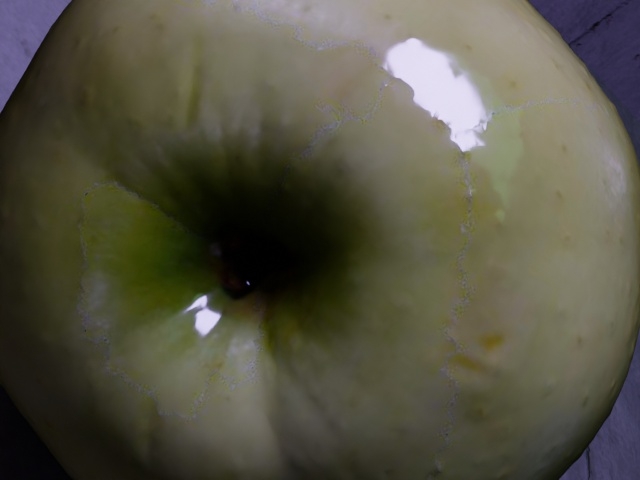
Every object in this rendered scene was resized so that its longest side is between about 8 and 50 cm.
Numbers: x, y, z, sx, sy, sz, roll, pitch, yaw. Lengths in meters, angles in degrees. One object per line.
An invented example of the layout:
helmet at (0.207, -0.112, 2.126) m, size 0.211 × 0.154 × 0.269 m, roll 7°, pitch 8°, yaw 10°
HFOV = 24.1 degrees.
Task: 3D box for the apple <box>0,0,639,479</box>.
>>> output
apple at (0.000, 0.000, 1.034) m, size 0.473 × 0.473 × 0.474 m, roll 38°, pitch 30°, yaw -28°
